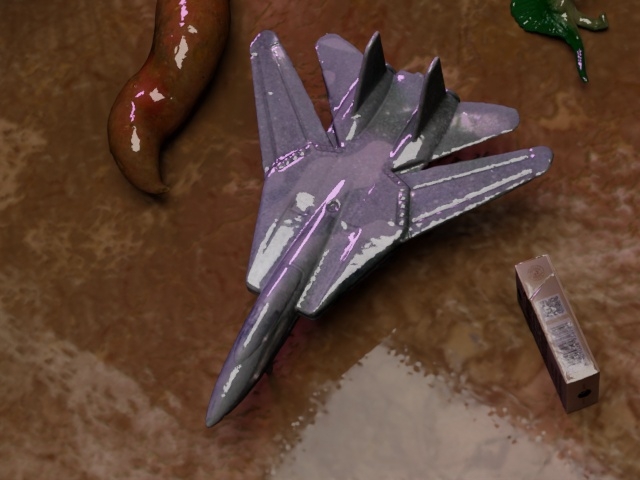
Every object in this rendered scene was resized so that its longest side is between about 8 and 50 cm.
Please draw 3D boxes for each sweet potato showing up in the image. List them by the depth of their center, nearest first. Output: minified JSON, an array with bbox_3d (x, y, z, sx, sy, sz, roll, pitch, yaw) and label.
[{"bbox_3d":[-0.093,-0.125,1.246,0.055,0.058,0.202,22,67,-6],"label":"sweet potato"}]

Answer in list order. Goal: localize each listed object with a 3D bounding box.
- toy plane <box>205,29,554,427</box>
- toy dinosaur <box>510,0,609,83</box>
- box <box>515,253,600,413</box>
[{"bbox_3d":[0.002,0.004,1.163,0.212,0.088,0.267,24,78,18],"label":"toy plane"},{"bbox_3d":[0.156,-0.152,1.249,0.060,0.029,0.120,-16,69,17],"label":"toy dinosaur"},{"bbox_3d":[0.142,0.056,1.133,0.024,0.053,0.083,-22,63,-3],"label":"box"}]
